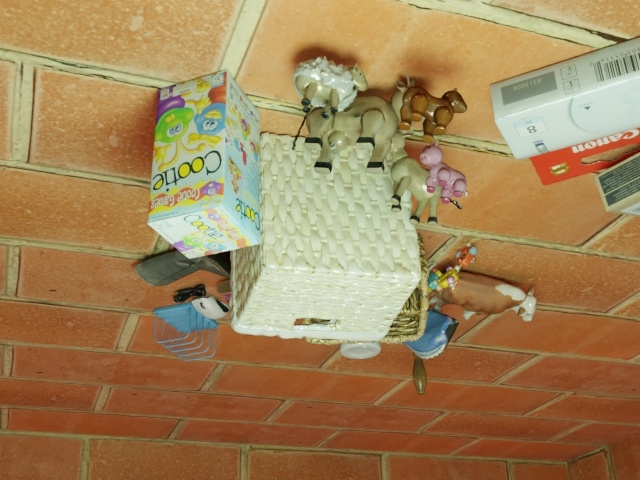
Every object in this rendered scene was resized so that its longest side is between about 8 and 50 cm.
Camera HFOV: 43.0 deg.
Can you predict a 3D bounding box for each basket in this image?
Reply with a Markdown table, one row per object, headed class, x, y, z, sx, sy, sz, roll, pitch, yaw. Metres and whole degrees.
| class | x | y | z | sx | sy | sz | roll | pitch | yaw |
| --- | --- | --- | --- | --- | --- | --- | --- | --- | --- |
| basket | 0.000 | 0.000 | 1.613 | 0.329 | 0.331 | 0.266 | 5 | 149 | -14 |
| basket | 0.105 | 0.108 | 1.928 | 0.300 | 0.222 | 0.213 | 0 | 151 | -2 |

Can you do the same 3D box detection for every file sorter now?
| class | x | y | z | sx | sy | sz | roll | pitch | yaw |
| --- | --- | --- | --- | --- | --- | --- | --- | --- | --- |
| file sorter | -0.380 | 0.261 | 2.299 | 0.118 | 0.104 | 0.170 | -12 | 150 | 16 |

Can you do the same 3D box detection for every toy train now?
| class | x | y | z | sx | sy | sz | roll | pitch | yaw |
| --- | --- | --- | --- | --- | --- | --- | --- | --- | --- |
| toy train | 0.319 | 0.077 | 1.995 | 0.046 | 0.125 | 0.166 | 43 | 142 | -16 |

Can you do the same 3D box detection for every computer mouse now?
| class | x | y | z | sx | sy | sz | roll | pitch | yaw |
| --- | --- | --- | --- | --- | --- | --- | --- | --- | --- |
| computer mouse | -0.311 | 0.177 | 2.213 | 0.106 | 0.042 | 0.193 | -16 | 148 | 22 |

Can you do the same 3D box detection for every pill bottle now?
| class | x | y | z | sx | sy | sz | roll | pitch | yaw |
| --- | --- | --- | --- | --- | --- | --- | --- | --- | --- |
| pill bottle | 0.099 | 0.203 | 2.130 | 0.108 | 0.193 | 0.108 | -2 | 151 | -1 |

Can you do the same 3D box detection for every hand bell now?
| class | x | y | z | sx | sy | sz | roll | pitch | yaw |
| --- | --- | --- | --- | --- | --- | --- | --- | --- | --- |
| hand bell | 0.274 | 0.317 | 2.303 | 0.126 | 0.241 | 0.126 | -1 | 151 | -1 |

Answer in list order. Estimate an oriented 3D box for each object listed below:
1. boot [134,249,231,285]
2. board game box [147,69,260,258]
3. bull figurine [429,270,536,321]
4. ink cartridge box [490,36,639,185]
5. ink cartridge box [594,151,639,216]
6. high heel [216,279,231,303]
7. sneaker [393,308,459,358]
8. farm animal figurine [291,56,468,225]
| class | x | y | z | sx | sy | sz | roll | pitch | yaw |
| --- | --- | --- | --- | --- | --- | --- | --- | --- | --- |
| boot | -0.321 | 0.071 | 1.984 | 0.209 | 0.076 | 0.190 | -32 | 126 | 32 |
| board game box | -0.196 | -0.131 | 1.410 | 0.142 | 0.275 | 0.144 | -12 | 149 | 17 |
| bull figurine | 0.420 | 0.150 | 2.150 | 0.311 | 0.101 | 0.188 | 20 | 151 | -26 |
| ink cartridge box | 0.523 | -0.202 | 1.524 | 0.308 | 0.091 | 0.385 | -15 | 148 | 23 |
| ink cartridge box | 0.706 | -0.122 | 1.641 | 0.235 | 0.088 | 0.193 | 5 | 155 | -38 |
| high heel | -0.140 | 0.133 | 2.101 | 0.244 | 0.082 | 0.117 | -14 | 149 | 22 |
| sneaker | 0.226 | 0.216 | 2.150 | 0.147 | 0.129 | 0.330 | 40 | 161 | -27 |
| farm animal figurine | 0.117 | -0.193 | 1.443 | 0.327 | 0.172 | 0.330 | 12 | 149 | 7 |
